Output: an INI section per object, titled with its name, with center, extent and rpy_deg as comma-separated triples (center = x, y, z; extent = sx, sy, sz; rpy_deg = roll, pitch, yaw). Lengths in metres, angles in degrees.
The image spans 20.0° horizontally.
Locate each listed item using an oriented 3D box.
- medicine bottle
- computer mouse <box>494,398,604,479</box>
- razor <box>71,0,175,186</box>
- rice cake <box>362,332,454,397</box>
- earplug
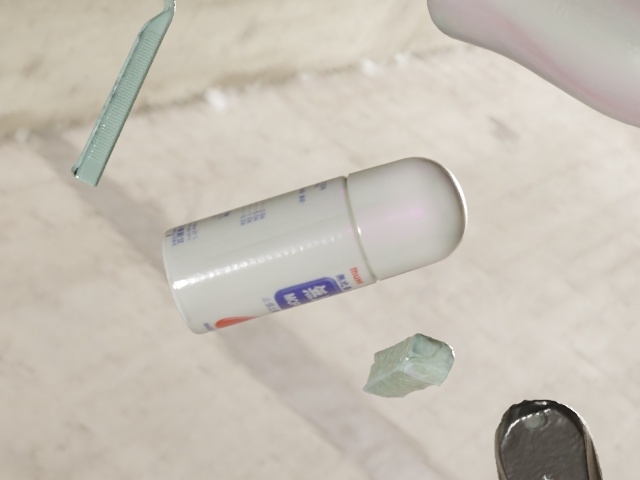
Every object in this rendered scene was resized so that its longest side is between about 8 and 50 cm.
[medicine bottle]
center = 0.000, 0.000, 2.057
extent = 0.130, 0.341, 0.130
rpy_deg = -17, -90, -82
[computer mouse]
center = 0.260, 0.275, 2.054
extent = 0.122, 0.217, 0.073
rpy_deg = -10, -168, 11
[razor]
center = -0.210, -0.192, 2.008
extent = 0.056, 0.278, 0.111
rpy_deg = 17, 180, -18
[rice cake]
center = 0.121, 0.173, 2.472
extent = 0.069, 0.063, 0.206
rpy_deg = 20, 163, -10
[earplug]
center = 0.257, -0.192, 1.628
extent = 0.172, 0.172, 0.301
rpy_deg = 3, -152, -48
